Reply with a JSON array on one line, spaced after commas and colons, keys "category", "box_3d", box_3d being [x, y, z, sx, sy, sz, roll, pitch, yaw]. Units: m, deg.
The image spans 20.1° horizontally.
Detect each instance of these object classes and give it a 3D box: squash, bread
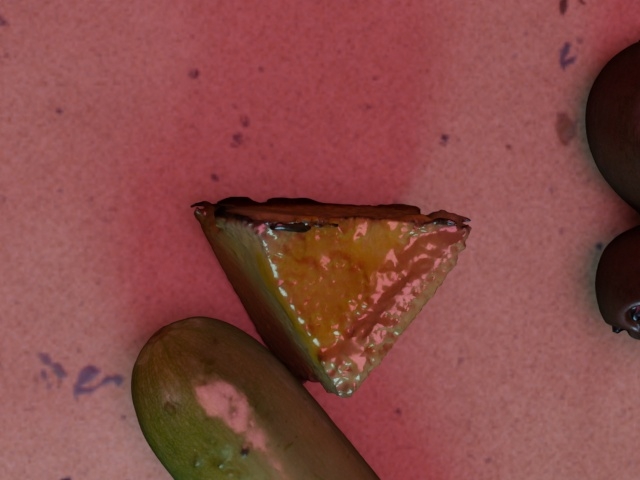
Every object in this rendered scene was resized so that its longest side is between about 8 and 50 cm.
[{"category": "squash", "box_3d": [-0.005, 0.205, 1.349, 0.118, 0.118, 0.370, -43, 107, -8]}, {"category": "bread", "box_3d": [0.000, 0.000, 1.320, 0.160, 0.140, 0.169, 44, 79, -24]}]

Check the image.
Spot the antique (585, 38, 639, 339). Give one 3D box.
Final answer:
[{"category": "antique", "box_3d": [0.275, -0.034, 1.399, 0.143, 0.121, 0.257, 2, 94, -3]}]
